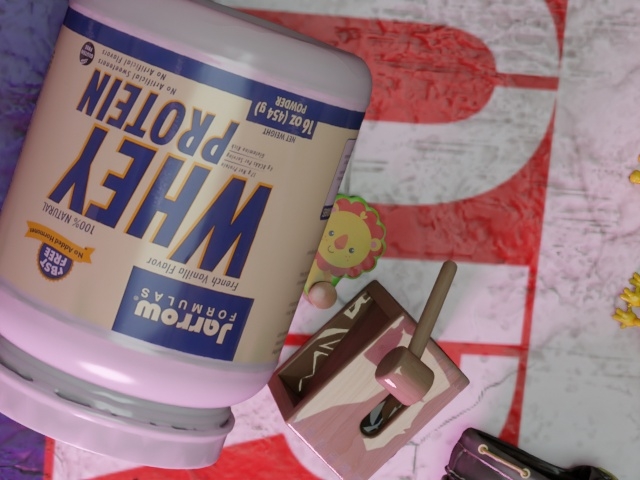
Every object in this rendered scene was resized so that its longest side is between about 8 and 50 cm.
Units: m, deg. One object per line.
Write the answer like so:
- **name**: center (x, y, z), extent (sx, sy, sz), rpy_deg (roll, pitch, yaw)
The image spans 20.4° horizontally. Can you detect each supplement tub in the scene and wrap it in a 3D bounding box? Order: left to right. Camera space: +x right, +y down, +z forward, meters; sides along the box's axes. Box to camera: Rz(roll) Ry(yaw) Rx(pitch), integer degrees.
- **supplement tub**: center (-0.117, -0.017, 1.329), extent (0.235, 0.235, 0.324), rpy_deg (18, 98, -12)

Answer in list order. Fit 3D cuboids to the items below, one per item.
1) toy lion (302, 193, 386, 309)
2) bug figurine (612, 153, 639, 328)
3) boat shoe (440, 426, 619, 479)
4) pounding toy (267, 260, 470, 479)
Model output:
- **toy lion**: center (0.000, 0.000, 1.458), extent (0.100, 0.034, 0.096), rpy_deg (34, 87, -13)
- **bug figurine**: center (0.384, 0.024, 1.498), extent (0.279, 0.072, 0.216), rpy_deg (20, 97, -12)
- **boat shoe**: center (0.214, 0.222, 1.505), extent (0.228, 0.081, 0.068), rpy_deg (18, 102, -9)
- **pounding toy**: center (0.065, 0.107, 1.396), extent (0.181, 0.206, 0.094), rpy_deg (-43, 104, 1)
